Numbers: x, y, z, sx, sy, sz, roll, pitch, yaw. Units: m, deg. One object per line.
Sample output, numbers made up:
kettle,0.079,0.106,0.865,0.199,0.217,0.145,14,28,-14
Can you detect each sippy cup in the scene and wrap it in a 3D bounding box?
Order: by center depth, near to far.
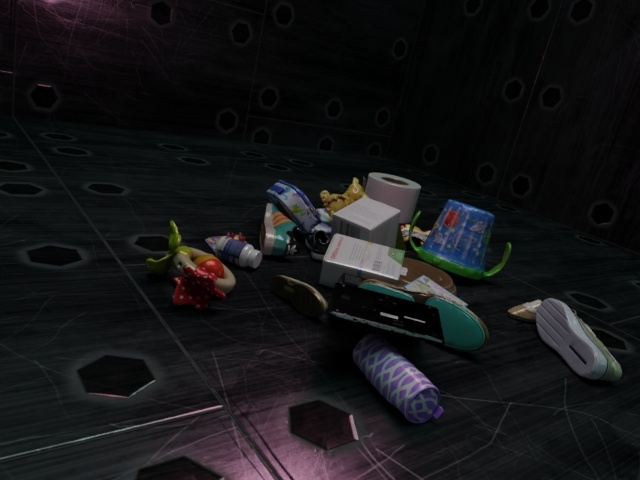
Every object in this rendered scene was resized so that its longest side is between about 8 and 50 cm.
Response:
sippy cup,0.476,-0.012,1.774,0.305,0.224,0.240,15,11,-30

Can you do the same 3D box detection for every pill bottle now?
pill bottle,-0.227,0.036,1.453,0.120,0.067,0.067,19,19,18

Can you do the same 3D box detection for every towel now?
towel,0.001,-0.077,2.011,0.285,0.034,0.209,-4,25,-43

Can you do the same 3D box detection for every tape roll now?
tape roll,0.317,-0.194,2.363,0.246,0.169,0.246,11,18,-4

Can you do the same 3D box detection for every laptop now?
laptop,0.127,0.187,1.129,0.234,0.136,0.264,14,18,3

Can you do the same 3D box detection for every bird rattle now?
bird rattle,-0.285,0.066,1.243,0.253,0.143,0.207,30,8,35

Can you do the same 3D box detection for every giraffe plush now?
giraffe plush,0.095,-0.130,1.974,0.170,0.210,0.181,-19,36,-13

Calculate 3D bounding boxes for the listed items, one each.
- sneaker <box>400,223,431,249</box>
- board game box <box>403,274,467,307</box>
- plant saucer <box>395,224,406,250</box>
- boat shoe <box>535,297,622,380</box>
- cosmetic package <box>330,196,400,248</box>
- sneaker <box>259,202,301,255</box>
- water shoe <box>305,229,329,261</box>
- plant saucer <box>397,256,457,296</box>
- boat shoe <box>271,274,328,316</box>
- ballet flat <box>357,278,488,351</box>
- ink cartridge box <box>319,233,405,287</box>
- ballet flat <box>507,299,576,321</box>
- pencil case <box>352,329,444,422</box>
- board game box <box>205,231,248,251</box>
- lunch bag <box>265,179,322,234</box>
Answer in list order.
sneaker,0.396,0.013,1.963,0.225,0.088,0.093,11,38,-6
board game box,0.317,0.162,1.447,0.154,0.026,0.103,36,38,30
plant saucer,0.204,-0.032,1.866,0.188,0.045,0.188,24,-23,31
boat shoe,0.665,0.264,1.365,0.094,0.109,0.302,25,24,-15
cosmetic package,0.146,-0.029,1.709,0.151,0.151,0.183,25,37,32
sneaker,-0.128,-0.028,1.671,0.121,0.108,0.302,11,25,-11
water shoe,0.000,0.000,1.696,0.073,0.080,0.203,9,18,-14
plant saucer,0.294,0.113,1.629,0.278,0.041,0.278,11,19,-4
boat shoe,-0.039,0.134,1.300,0.072,0.068,0.190,11,14,-46
ballet flat,0.253,0.184,1.313,0.342,0.116,0.124,15,-2,20
ink cartridge box,0.119,0.075,1.478,0.212,0.093,0.154,16,34,7
ballet flat,0.660,0.210,1.541,0.206,0.067,0.073,11,18,-6
pencil case,0.143,0.263,1.010,0.088,0.086,0.206,45,-2,-35
board game box,-0.268,0.004,1.576,0.133,0.033,0.168,2,21,-32
lunch bag,-0.096,-0.119,1.793,0.176,0.090,0.219,52,-10,-24
